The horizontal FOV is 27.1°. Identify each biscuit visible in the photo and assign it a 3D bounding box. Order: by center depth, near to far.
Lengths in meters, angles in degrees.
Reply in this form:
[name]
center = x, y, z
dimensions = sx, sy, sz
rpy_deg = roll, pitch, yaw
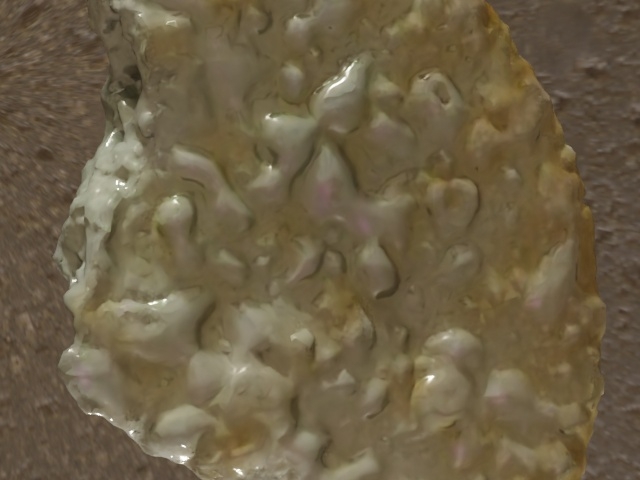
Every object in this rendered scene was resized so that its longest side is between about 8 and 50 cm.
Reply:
[biscuit]
center = 0.000, 0.000, 0.427
dimensions = 0.188, 0.040, 0.265
rpy_deg = -31, 101, -18
